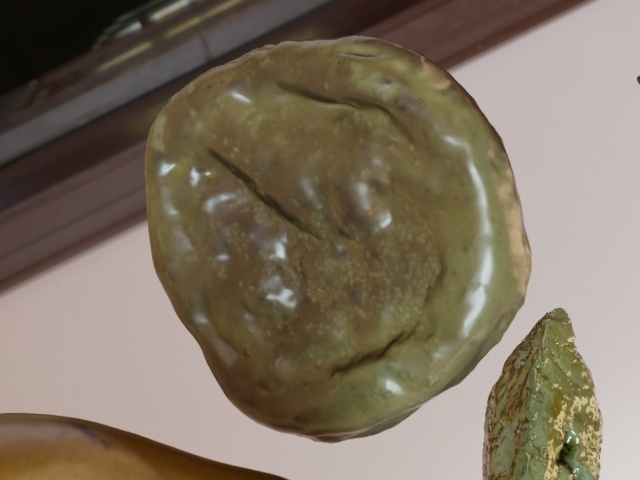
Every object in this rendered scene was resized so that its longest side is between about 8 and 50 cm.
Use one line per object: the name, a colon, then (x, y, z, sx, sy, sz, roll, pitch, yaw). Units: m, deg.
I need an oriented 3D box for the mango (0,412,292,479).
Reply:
mango: (-0.133, 0.209, 0.809, 0.173, 0.317, 0.211, 97, 176, -57)

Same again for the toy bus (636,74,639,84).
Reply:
toy bus: (0.357, -0.196, 1.156, 0.098, 0.114, 0.201, 54, 146, 39)

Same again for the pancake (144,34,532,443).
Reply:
pancake: (0.000, 0.000, 0.915, 0.049, 0.294, 0.294, -19, -99, -58)

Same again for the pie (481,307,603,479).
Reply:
pie: (0.174, 0.179, 1.103, 0.201, 0.090, 0.248, 93, -173, -59)
